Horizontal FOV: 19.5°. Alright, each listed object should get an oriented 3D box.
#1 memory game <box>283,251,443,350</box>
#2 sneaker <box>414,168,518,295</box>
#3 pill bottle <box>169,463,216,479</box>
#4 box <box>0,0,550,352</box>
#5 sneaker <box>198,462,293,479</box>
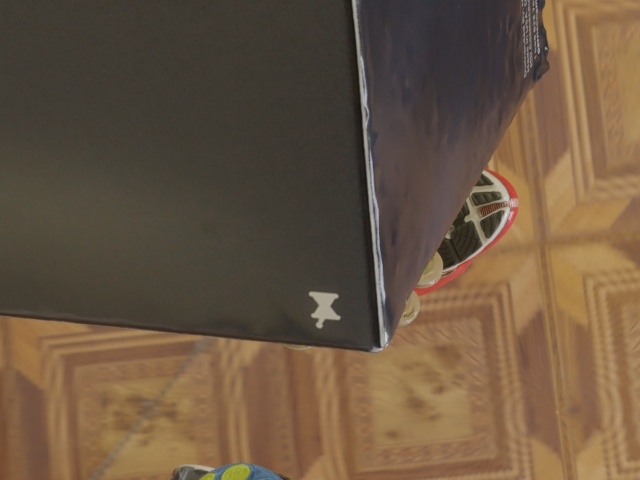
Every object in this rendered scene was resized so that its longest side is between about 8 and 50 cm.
[{"bbox_3d":[0.000,0.000,1.359,0.186,0.012,0.186,4,55,-5],"label":"memory game"},{"bbox_3d":[0.119,-0.009,1.869,0.118,0.279,0.107,-10,77,-34],"label":"sneaker"},{"bbox_3d":[-0.114,0.340,1.708,0.130,0.130,0.245,17,74,8],"label":"pill bottle"},{"bbox_3d":[-0.070,-0.106,0.868,0.296,0.294,0.182,4,120,19],"label":"box"},{"bbox_3d":[0.002,0.184,1.157,0.188,0.078,0.067,6,70,23],"label":"sneaker"}]
